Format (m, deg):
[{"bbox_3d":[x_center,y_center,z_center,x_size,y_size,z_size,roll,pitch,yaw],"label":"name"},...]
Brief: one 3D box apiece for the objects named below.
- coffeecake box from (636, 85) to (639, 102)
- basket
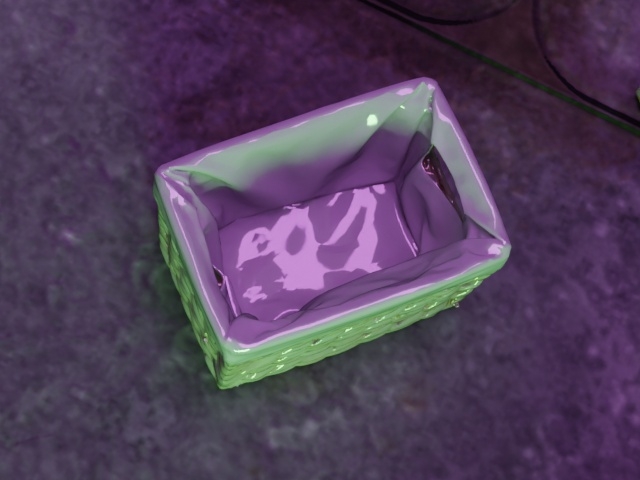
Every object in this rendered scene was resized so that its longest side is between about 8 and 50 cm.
[{"bbox_3d":[0.287,-0.033,1.139,0.142,0.068,0.185,-15,75,-15],"label":"coffeecake box"},{"bbox_3d":[0.000,0.000,1.062,0.167,0.103,0.113,-19,76,-16],"label":"basket"}]
